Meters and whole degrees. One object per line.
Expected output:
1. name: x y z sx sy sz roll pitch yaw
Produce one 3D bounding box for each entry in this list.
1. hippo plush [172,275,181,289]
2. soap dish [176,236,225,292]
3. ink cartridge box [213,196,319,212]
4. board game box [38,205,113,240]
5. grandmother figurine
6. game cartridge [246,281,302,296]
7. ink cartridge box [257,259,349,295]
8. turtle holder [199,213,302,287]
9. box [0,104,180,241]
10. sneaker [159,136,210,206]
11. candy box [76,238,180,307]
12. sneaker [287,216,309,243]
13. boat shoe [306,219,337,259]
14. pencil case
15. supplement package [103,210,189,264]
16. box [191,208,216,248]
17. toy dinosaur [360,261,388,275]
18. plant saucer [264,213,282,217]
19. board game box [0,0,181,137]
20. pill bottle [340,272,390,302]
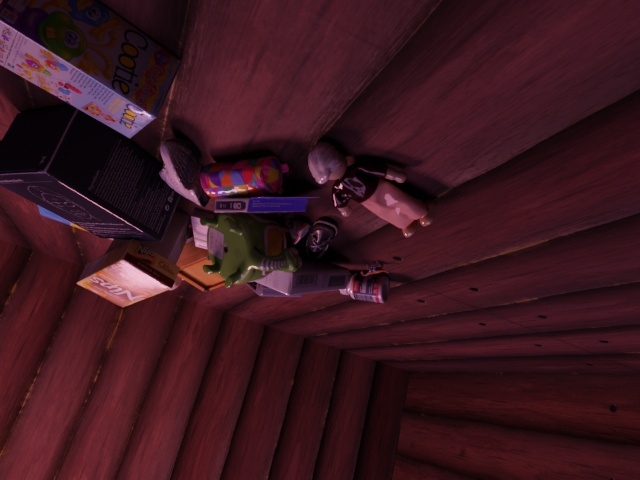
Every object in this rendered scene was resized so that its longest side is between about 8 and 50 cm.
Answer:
1. hippo plush: -0.714 0.079 1.987 0.237 0.234 0.294 7 158 19
2. soap dish: -0.472 0.098 1.930 0.229 0.118 0.291 -21 147 12
3. ink cartridge box: -0.145 -0.097 1.262 0.208 0.045 0.206 2 -175 45
4. board game box: -0.998 -0.107 1.943 0.317 0.064 0.242 22 158 -19
5. grandmother figurine: 0.110 -0.124 1.118 0.342 0.104 0.208 29 128 -27
6. game cartridge: -0.194 0.151 1.802 0.198 0.062 0.297 10 -171 -32
7. ink cartridge box: -0.135 0.099 1.741 0.385 0.091 0.308 19 -168 39
8. turtle holder: -0.215 0.008 1.476 0.227 0.243 0.320 -9 174 -43
9. box: -0.654 -0.174 1.333 0.294 0.212 0.395 3 157 29
10. sneaker: -0.391 -0.185 1.282 0.129 0.111 0.297 18 159 7
11. candy box: -0.632 0.115 1.526 0.316 0.087 0.183 -21 133 36
12. sneaker: -0.077 -0.039 1.530 0.065 0.061 0.158 42 158 4
13. boat shoe: 0.000 0.000 1.524 0.084 0.079 0.233 19 157 -6
14. pencil case: -0.203 -0.164 1.214 0.236 0.104 0.104 1 155 32
15. supplement package: -0.617 0.015 1.685 0.204 0.261 0.145 16 145 -4
16. box: -0.393 -0.027 1.708 0.145 0.038 0.186 14 144 2
17. toy dinosaur: 0.187 0.110 1.685 0.047 0.090 0.082 22 116 -45
18. plant saucer: -0.160 -0.093 1.479 0.083 0.015 0.083 13 160 5
19. board game box: -0.429 -0.338 0.859 0.275 0.142 0.144 31 154 -35
20. pill bottle: 0.172 0.182 1.826 0.180 0.108 0.108 4 157 25
